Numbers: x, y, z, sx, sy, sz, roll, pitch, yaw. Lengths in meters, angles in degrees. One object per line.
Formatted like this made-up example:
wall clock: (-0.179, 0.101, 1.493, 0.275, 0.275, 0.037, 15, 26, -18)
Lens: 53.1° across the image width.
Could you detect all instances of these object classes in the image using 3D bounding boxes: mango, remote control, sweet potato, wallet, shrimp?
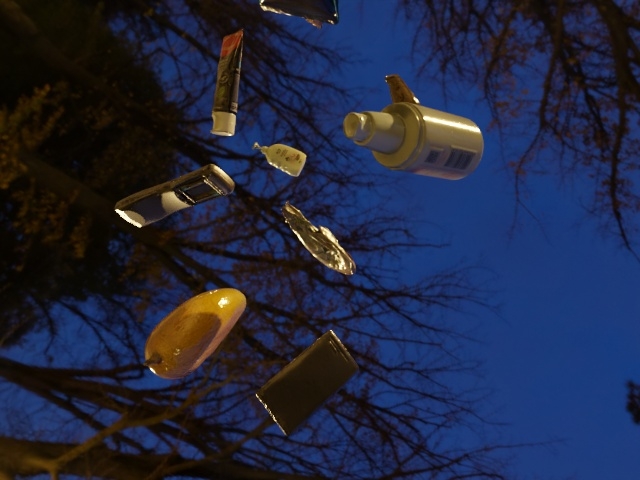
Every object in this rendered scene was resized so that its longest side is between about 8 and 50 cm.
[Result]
mango: (-0.262, 0.192, 1.372, 0.119, 0.317, 0.176, 35, -52, 16)
remote control: (-0.216, -0.062, 0.932, 0.212, 0.059, 0.028, -16, -129, 34)
sweet potato: (0.257, -0.351, 1.866, 0.085, 0.285, 0.112, -33, -169, -24)
wallet: (-0.022, 0.313, 1.429, 0.244, 0.124, 0.025, -36, -179, -36)
shrimp: (0.000, 0.000, 1.370, 0.047, 0.223, 0.126, -52, -153, -16)

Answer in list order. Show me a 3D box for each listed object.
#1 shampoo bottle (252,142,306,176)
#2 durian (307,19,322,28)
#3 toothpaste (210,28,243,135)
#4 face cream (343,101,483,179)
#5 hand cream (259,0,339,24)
shampoo bottle: (-0.119, -0.240, 1.805, 0.045, 0.152, 0.077, 104, 11, -65)
durian: (-0.008, -0.628, 1.464, 0.260, 0.154, 0.186, -45, -179, 32)
toothpaste: (-0.175, -0.294, 1.196, 0.071, 0.045, 0.193, 6, -91, 52)
face cream: (0.128, -0.149, 0.932, 0.101, 0.252, 0.101, -3, -95, 48)
hand cream: (-0.031, -0.383, 0.807, 0.120, 0.270, 0.061, 13, -113, 6)
